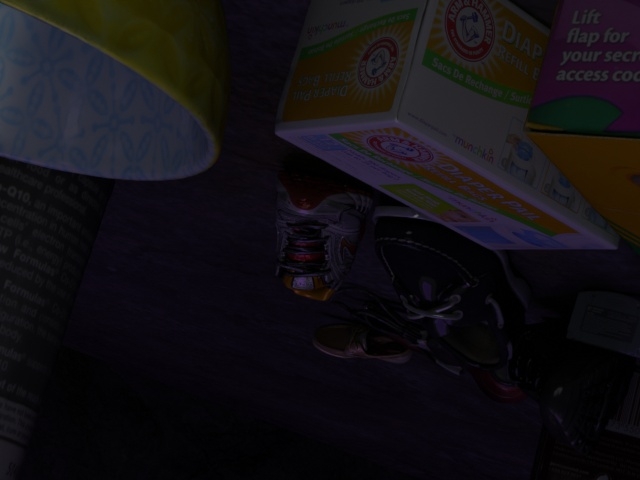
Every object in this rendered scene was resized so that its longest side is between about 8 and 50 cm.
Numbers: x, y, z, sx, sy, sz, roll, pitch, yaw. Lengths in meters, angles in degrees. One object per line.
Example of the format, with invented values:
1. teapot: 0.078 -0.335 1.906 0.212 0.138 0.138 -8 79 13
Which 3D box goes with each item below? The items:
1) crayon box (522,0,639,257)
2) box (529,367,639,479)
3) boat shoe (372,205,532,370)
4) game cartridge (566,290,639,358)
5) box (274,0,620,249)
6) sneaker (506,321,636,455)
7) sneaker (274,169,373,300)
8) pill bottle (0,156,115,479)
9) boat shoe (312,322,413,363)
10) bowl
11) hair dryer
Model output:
1. crayon box: 0.341 -0.025 0.761 0.363 0.106 0.313 6 163 35
2. box: 0.356 0.250 1.723 0.168 0.167 0.203 14 166 9
3. boat shoe: 0.128 0.050 1.345 0.114 0.091 0.302 7 164 33
4. game cartridge: 0.282 0.078 1.353 0.083 0.056 0.017 15 176 37
5. box: 0.090 -0.076 0.856 0.203 0.103 0.114 26 164 -36
6. sneaker: 0.244 0.140 1.434 0.130 0.109 0.286 21 -173 16
7. sneaker: 0.000 0.000 1.290 0.088 0.093 0.225 13 166 11
8. pill bottle: -0.260 -0.009 0.977 0.204 0.361 0.204 16 166 4
9. boat shoe: 0.057 0.132 1.858 0.135 0.050 0.045 6 163 0
10. bowl: -0.169 -0.155 0.727 0.289 0.156 0.289 16 167 4
11. hair dryer: 0.168 0.123 1.697 0.293 0.080 0.223 35 173 -40
